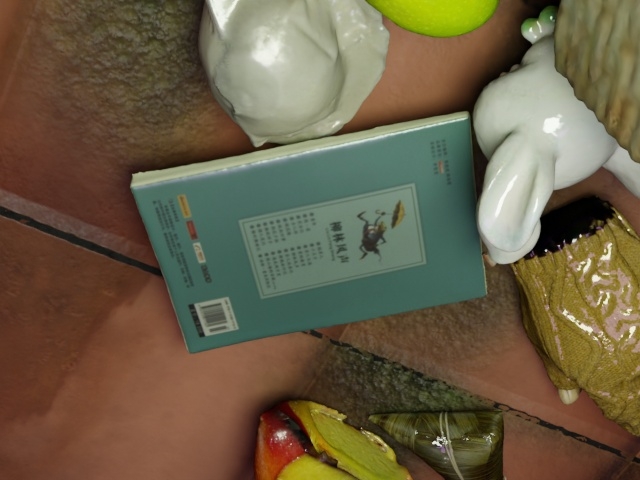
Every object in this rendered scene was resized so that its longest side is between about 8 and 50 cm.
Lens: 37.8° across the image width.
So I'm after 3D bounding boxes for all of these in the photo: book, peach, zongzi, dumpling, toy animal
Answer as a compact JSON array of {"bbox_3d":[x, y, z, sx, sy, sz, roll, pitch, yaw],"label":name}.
[{"bbox_3d":[0.000,0.000,1.078,0.379,0.031,0.264,-11,127,0],"label":"book"},{"bbox_3d":[-0.004,0.318,1.255,0.267,0.159,0.154,33,104,-23],"label":"peach"},{"bbox_3d":[0.168,0.312,1.319,0.184,0.084,0.187,0,127,13],"label":"zongzi"},{"bbox_3d":[-0.025,-0.194,0.946,0.193,0.147,0.258,-13,138,-6],"label":"dumpling"},{"bbox_3d":[0.285,-0.109,0.975,0.310,0.247,0.183,-2,165,-17],"label":"toy animal"}]

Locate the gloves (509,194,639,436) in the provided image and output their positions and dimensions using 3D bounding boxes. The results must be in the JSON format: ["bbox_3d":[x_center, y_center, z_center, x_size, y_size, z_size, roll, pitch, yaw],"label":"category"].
[{"bbox_3d":[0.355,0.110,1.153,0.203,0.155,0.356,-27,123,17],"label":"gloves"}]

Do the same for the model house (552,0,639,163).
[{"bbox_3d":[0.456,-0.166,0.665,0.445,0.400,0.395,-3,132,-11],"label":"model house"}]

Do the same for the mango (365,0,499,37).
[{"bbox_3d":[0.068,-0.320,0.844,0.175,0.143,0.293,-29,101,-23],"label":"mango"}]
